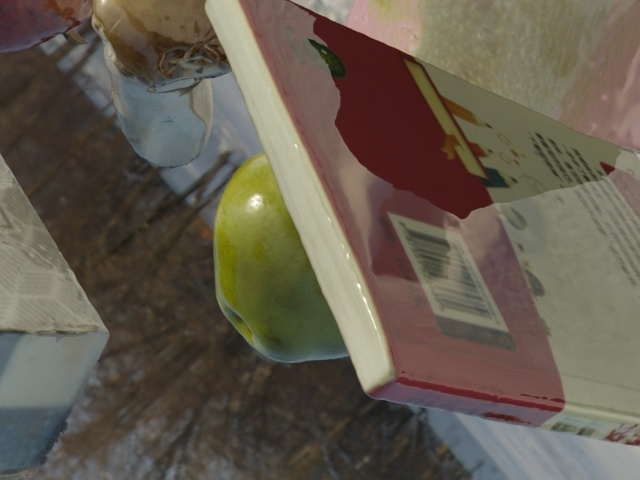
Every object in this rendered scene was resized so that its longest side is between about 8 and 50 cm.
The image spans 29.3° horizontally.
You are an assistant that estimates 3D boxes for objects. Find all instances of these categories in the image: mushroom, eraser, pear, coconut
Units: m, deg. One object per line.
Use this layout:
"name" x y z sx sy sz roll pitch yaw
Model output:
"mushroom" -0.091 -0.099 0.739 0.209 0.084 0.071 115 144 -73
"eraser" -0.242 -0.047 0.628 0.096 0.098 0.404 7 -147 -43
"pear" 0.000 0.000 0.495 0.092 0.097 0.092 49 162 22
"coconut" 0.127 -0.150 0.667 0.233 0.245 0.233 16 -150 -10

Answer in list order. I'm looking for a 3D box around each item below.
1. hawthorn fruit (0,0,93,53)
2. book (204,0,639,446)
"hawthorn fruit" -0.244 -0.222 0.946 0.179 0.179 0.200 48 173 44
"book" 0.074 0.001 0.421 0.231 0.022 0.162 16 -141 -41
